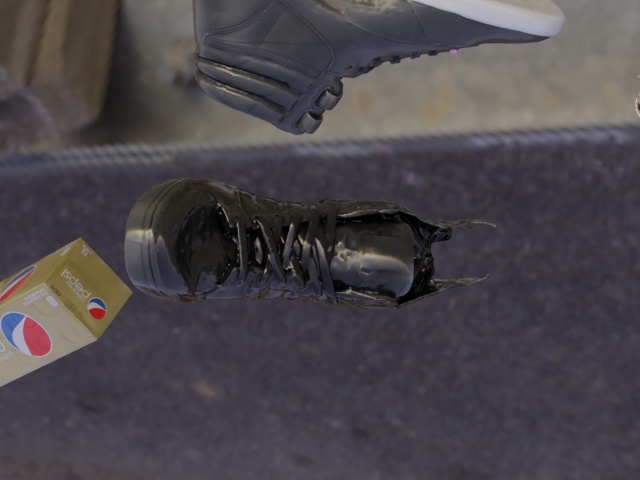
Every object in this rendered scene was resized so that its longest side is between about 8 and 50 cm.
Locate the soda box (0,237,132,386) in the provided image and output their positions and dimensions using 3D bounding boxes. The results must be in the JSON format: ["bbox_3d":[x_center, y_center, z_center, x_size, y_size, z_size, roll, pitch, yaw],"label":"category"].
[{"bbox_3d":[-0.230,0.063,1.378,0.181,0.058,0.061,-26,113,42],"label":"soda box"}]

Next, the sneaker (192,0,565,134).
[{"bbox_3d":[0.035,-0.153,1.393,0.295,0.104,0.147,8,116,-9],"label":"sneaker"}]

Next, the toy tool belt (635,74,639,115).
[{"bbox_3d":[0.338,-0.127,1.720,0.083,0.052,0.051,45,173,46],"label":"toy tool belt"}]

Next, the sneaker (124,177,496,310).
[{"bbox_3d":[0.000,0.003,0.739,0.089,0.051,0.170,1,178,29],"label":"sneaker"}]
